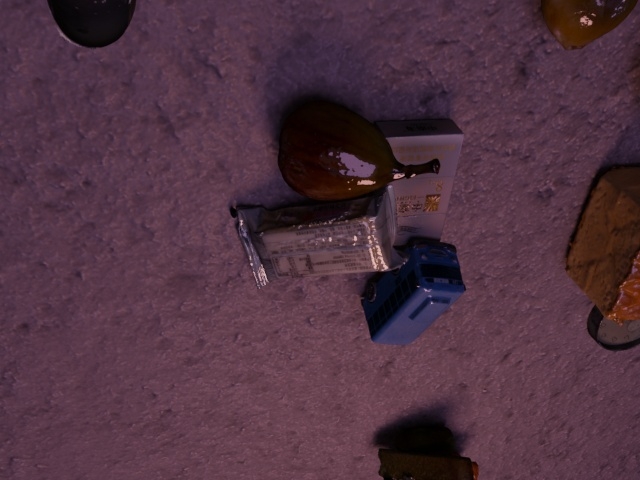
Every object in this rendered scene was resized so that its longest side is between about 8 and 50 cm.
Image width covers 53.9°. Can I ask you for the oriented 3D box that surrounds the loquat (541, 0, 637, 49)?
[{"bbox_3d":[0.428,-0.399,1.000,0.151,0.152,0.195,0,117,-15],"label":"loquat"}]

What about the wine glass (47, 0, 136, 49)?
[{"bbox_3d":[-0.296,-0.327,0.816,0.111,0.204,0.111,-10,128,-13],"label":"wine glass"}]

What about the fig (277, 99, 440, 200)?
[{"bbox_3d":[0.065,-0.140,1.054,0.274,0.146,0.170,12,123,17],"label":"fig"}]

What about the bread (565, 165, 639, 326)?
[{"bbox_3d":[0.705,0.000,1.327,0.278,0.207,0.279,-6,128,-9],"label":"bread"}]

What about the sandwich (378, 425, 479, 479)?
[{"bbox_3d":[0.322,0.584,1.691,0.250,0.162,0.301,-5,155,31],"label":"sandwich"}]

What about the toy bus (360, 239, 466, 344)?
[{"bbox_3d":[0.187,0.111,1.283,0.116,0.134,0.234,8,141,-23],"label":"toy bus"}]

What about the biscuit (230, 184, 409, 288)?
[{"bbox_3d":[-0.002,-0.004,1.175,0.308,0.079,0.186,-7,125,16],"label":"biscuit"}]

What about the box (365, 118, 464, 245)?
[{"bbox_3d":[0.168,-0.104,1.190,0.155,0.067,0.243,-4,127,-10],"label":"box"}]

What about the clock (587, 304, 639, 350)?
[{"bbox_3d":[0.783,0.192,1.592,0.214,0.042,0.215,-7,127,-10],"label":"clock"}]
